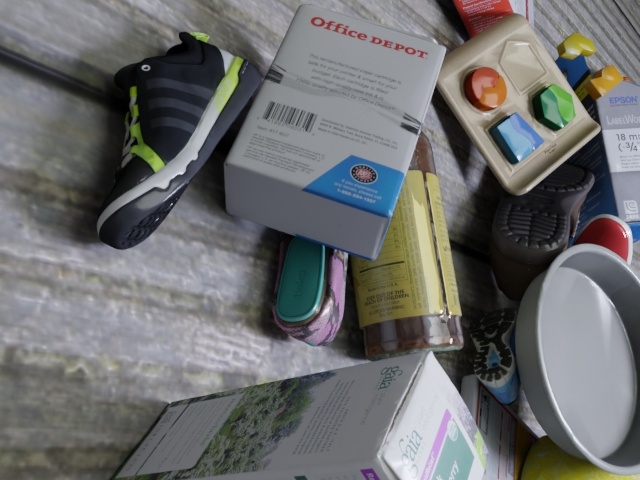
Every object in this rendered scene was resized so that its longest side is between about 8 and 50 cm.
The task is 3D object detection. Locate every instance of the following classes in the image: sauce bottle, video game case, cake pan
[{"bbox_3d":[0.078,-0.045,0.850,0.111,0.111,0.345,13,67,-52],"label":"sauce bottle"},{"bbox_3d":[0.251,0.330,1.012,0.285,0.025,0.204,45,43,-34],"label":"video game case"},{"bbox_3d":[0.355,0.151,1.011,0.293,0.054,0.293,12,69,-34],"label":"cake pan"}]

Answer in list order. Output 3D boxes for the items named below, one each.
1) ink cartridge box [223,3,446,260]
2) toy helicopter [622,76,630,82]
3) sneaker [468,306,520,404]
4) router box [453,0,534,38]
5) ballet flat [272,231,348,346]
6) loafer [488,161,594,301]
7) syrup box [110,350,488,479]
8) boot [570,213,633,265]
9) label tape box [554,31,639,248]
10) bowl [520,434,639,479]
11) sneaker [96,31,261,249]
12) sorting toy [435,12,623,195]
[{"bbox_3d":[0.016,-0.104,0.721,0.086,0.148,0.203,100,10,-59],"label":"ink cartridge box"},{"bbox_3d":[0.567,-0.145,1.591,0.235,0.140,0.355,16,74,-61],"label":"toy helicopter"},{"bbox_3d":[0.233,0.150,1.022,0.073,0.063,0.162,63,27,-25],"label":"sneaker"},{"bbox_3d":[0.270,-0.500,1.288,0.301,0.082,0.336,46,42,-47],"label":"router box"},{"bbox_3d":[0.000,0.000,0.765,0.079,0.076,0.222,54,36,-54],"label":"ballet flat"},{"bbox_3d":[0.321,-0.028,1.198,0.366,0.133,0.130,-43,147,-52],"label":"loafer"},{"bbox_3d":[-0.019,0.155,0.521,0.096,0.236,0.093,60,36,-19],"label":"syrup box"},{"bbox_3d":[0.364,0.087,1.127,0.176,0.088,0.244,-25,138,-53],"label":"boot"},{"bbox_3d":[0.482,-0.159,1.357,0.241,0.105,0.334,103,-18,-76],"label":"label tape box"},{"bbox_3d":[0.388,0.394,1.018,0.289,0.156,0.290,26,56,-47],"label":"bowl"},{"bbox_3d":[-0.133,-0.089,0.626,0.097,0.084,0.235,35,44,-10],"label":"sneaker"},{"bbox_3d":[0.325,-0.234,1.172,0.307,0.041,0.229,-37,90,-25],"label":"sorting toy"}]
